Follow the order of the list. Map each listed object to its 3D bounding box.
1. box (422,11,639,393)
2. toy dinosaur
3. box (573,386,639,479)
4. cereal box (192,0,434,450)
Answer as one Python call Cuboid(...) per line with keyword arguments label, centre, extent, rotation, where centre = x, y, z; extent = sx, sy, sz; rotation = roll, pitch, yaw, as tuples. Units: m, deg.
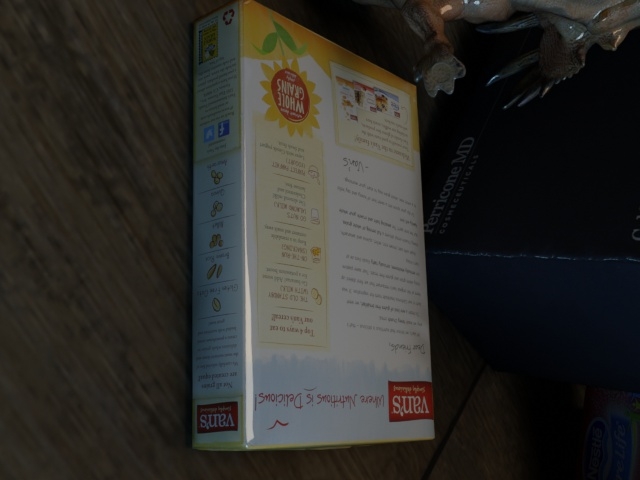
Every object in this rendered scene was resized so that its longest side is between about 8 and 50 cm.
Cuboid(label="box", centre=(0.278, -0.072, 0.597), extent=(0.179, 0.312, 0.343), rotation=(47, 60, -36))
Cuboid(label="toy dinosaur", centre=(0.078, -0.182, 0.545), extent=(0.200, 0.295, 0.127), rotation=(-6, 129, -59))
Cuboid(label="box", centre=(0.299, 0.192, 0.681), extent=(0.128, 0.122, 0.257), rotation=(9, 87, -20))
Cuboid(label="cereal box", centre=(0.000, 0.000, 0.490), extent=(0.173, 0.047, 0.240), rotation=(15, 70, -49))
